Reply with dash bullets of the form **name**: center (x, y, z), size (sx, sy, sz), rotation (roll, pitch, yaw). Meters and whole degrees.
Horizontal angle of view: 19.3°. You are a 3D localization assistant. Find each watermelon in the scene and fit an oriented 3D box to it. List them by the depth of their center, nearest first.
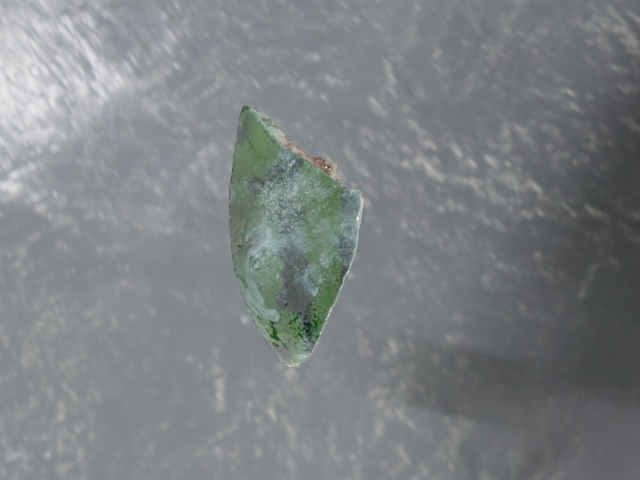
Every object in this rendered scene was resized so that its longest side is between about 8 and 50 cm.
- **watermelon**: center (-0.008, 0.004, 1.187), size (0.080, 0.101, 0.155), rotation (15, 89, -49)
